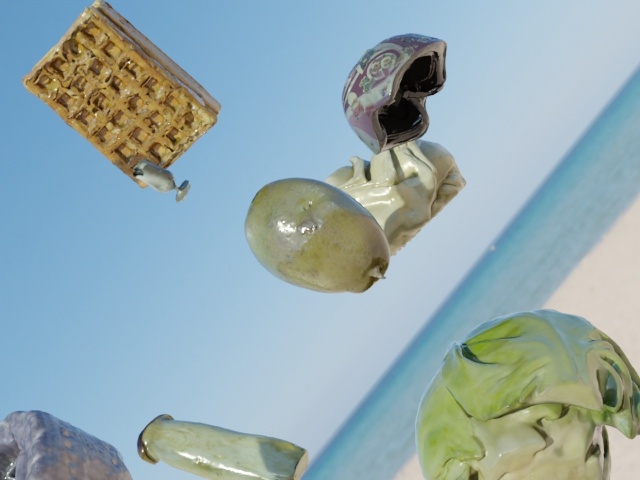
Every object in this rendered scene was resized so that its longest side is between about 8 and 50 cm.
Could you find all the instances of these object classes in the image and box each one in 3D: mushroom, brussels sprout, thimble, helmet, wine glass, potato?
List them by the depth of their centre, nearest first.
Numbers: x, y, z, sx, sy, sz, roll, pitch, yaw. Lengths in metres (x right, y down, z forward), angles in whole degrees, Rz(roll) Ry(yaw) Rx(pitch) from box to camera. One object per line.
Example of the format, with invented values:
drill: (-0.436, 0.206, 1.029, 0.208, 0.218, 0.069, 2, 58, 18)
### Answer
thimble: (-0.211, 0.207, 0.798, 0.150, 0.098, 0.150, -30, 42, 32)
helmet: (0.091, -0.210, 1.464, 0.153, 0.107, 0.177, -22, -43, -50)
wine glass: (-0.232, -0.089, 1.566, 0.039, 0.083, 0.042, -32, 41, 42)
potato: (0.000, 0.000, 1.674, 0.159, 0.251, 0.174, -53, -29, -20)
mushroom: (-0.174, 0.367, 1.863, 0.081, 0.312, 0.100, 71, -145, -49)
brussels sprout: (0.339, 0.298, 1.866, 0.425, 0.342, 0.361, -61, 26, 29)

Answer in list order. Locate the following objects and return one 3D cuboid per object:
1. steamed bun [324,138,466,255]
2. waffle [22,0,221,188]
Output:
steamed bun: (0.135, -0.099, 2.116, 0.289, 0.203, 0.276, -43, -1, -2)
waffle: (-0.363, -0.266, 1.969, 0.213, 0.308, 0.091, -41, 20, 18)
